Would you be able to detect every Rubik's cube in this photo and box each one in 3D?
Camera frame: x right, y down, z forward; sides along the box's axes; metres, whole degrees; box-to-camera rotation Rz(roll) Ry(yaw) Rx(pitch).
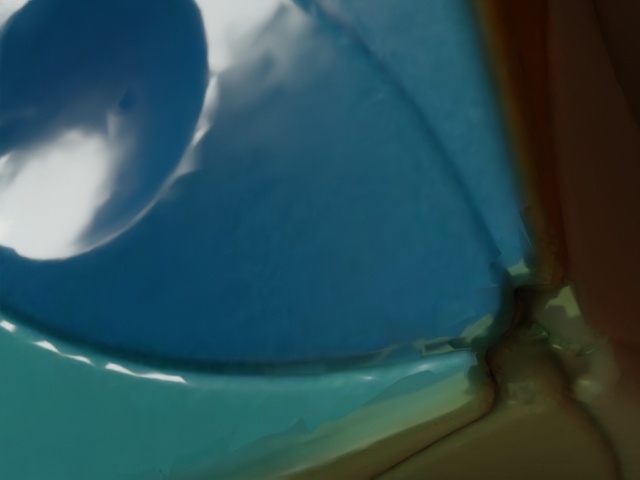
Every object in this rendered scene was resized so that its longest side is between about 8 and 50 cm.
[{"bbox_3d":[0.000,0.000,0.699,0.351,0.347,0.352,-27,60,24],"label":"Rubik's cube"}]
